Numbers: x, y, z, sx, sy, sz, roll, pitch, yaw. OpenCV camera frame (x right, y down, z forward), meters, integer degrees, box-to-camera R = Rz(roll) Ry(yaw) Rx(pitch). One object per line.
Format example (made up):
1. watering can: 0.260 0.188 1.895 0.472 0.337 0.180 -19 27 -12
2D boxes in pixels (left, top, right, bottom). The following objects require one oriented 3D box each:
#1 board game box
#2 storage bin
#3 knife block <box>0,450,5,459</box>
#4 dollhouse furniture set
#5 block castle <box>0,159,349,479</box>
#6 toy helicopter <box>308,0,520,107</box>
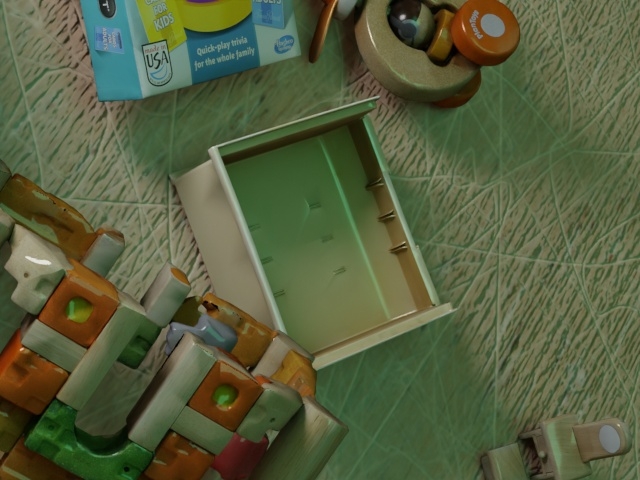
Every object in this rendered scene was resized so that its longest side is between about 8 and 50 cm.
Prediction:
1. board game box: -0.157 -0.341 1.990 0.253 0.079 0.336 -22 107 -46
2. storage bin: 0.000 0.000 2.055 0.260 0.123 0.262 -20 88 -34
3. knife block: -0.328 0.222 1.809 0.242 0.088 0.276 -32 95 -35
4. dollhouse furniture set: 0.218 0.375 2.065 0.355 0.174 0.303 -12 84 -34
5. block castle: -0.215 0.127 1.756 0.453 0.303 0.213 33 97 -16
6. toy helicopter: 0.083 -0.331 2.216 0.235 0.140 0.355 -4 69 -24
